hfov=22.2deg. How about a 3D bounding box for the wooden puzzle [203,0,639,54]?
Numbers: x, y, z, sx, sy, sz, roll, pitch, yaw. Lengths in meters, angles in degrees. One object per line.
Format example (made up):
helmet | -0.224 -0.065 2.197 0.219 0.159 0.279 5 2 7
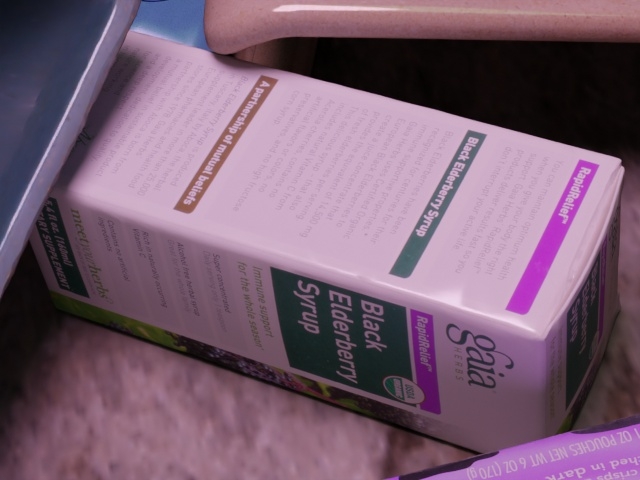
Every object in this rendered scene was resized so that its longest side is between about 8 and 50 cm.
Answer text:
wooden puzzle | 0.124 -0.216 0.741 0.348 0.080 0.322 -2 49 4

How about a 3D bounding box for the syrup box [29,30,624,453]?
syrup box | 0.000 0.000 0.674 0.237 0.093 0.096 18 56 21

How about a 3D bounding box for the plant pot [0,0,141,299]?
plant pot | -0.272 -0.066 0.632 0.252 0.247 0.247 8 70 46

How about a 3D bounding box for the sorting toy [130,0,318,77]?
sorting toy | -0.100 -0.188 0.855 0.229 0.041 0.307 8 52 3

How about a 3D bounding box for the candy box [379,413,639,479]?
candy box | 0.106 0.147 0.521 0.165 0.070 0.196 -14 33 -3
